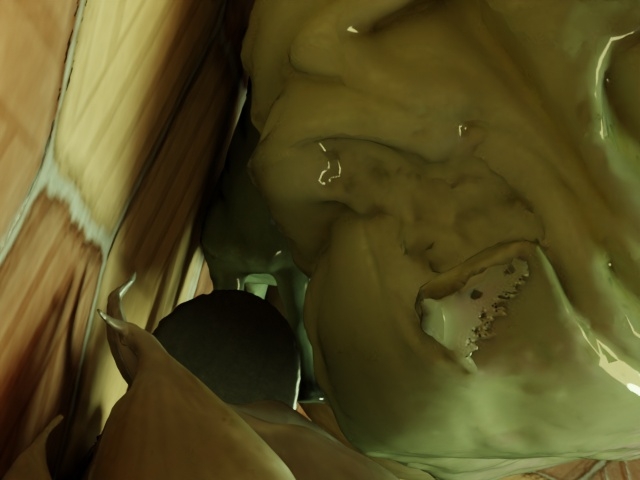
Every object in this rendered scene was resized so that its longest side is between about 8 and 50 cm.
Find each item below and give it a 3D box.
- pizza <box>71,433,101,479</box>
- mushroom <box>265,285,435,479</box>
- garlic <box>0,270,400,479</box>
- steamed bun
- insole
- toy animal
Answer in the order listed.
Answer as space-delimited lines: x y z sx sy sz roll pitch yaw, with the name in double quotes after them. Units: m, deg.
-0.100 0.226 0.822 0.161 0.086 0.305 -38 145 -79 "pizza"
0.125 -0.014 1.204 0.362 0.295 0.362 17 90 -87 "mushroom"
-0.039 0.167 0.705 0.210 0.237 0.292 2 -101 65 "garlic"
0.101 -0.046 0.793 0.320 0.206 0.275 63 32 -33 "steamed bun"
-0.070 0.180 0.907 0.007 0.111 0.327 -138 -124 -67 "insole"
-0.021 -0.010 0.954 0.217 0.073 0.176 23 70 -89 "toy animal"
